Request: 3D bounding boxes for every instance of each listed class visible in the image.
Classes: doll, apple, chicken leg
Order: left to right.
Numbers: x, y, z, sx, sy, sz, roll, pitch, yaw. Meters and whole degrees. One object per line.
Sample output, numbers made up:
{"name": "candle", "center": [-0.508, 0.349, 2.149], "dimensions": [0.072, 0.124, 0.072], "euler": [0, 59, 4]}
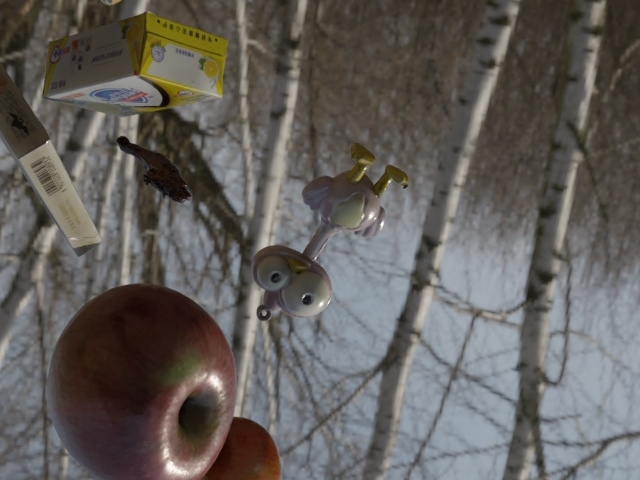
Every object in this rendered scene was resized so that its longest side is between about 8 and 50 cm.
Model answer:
{"name": "apple", "center": [-0.297, 0.238, 1.738], "dimensions": [0.269, 0.345, 0.344], "euler": [16, -160, 30]}
{"name": "chicken leg", "center": [-0.297, -0.126, 1.938], "dimensions": [0.093, 0.053, 0.205], "euler": [12, -161, -40]}
{"name": "apple", "center": [-0.165, 0.413, 1.901], "dimensions": [0.164, 0.209, 0.209], "euler": [25, -174, -38]}
{"name": "doll", "center": [0.000, 0.000, 1.856], "dimensions": [0.160, 0.365, 0.094], "euler": [29, -162, -23]}

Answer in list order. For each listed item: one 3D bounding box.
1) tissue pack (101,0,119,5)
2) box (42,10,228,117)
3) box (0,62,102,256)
{"name": "tissue pack", "center": [-0.292, -0.630, 1.789], "dimensions": [0.228, 0.382, 0.293], "euler": [37, 160, -2]}
{"name": "box", "center": [-0.293, -0.268, 1.683], "dimensions": [0.265, 0.097, 0.168], "euler": [-3, 171, 42]}
{"name": "box", "center": [-0.397, -0.125, 1.471], "dimensions": [0.051, 0.365, 0.205], "euler": [-33, -106, -11]}
